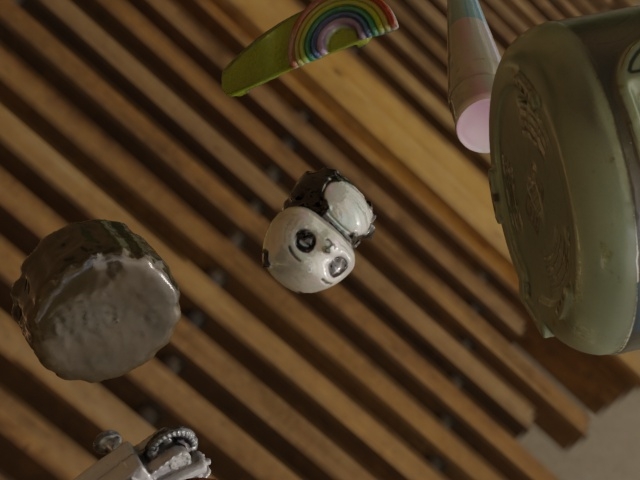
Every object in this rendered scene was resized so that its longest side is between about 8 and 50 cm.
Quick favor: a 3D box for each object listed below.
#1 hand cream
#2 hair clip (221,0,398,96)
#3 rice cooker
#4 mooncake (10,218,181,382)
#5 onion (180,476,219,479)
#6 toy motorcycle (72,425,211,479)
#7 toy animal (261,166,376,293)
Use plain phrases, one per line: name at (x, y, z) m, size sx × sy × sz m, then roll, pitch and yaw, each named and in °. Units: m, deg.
hand cream at (0.160, -0.212, 1.663) m, size 0.070 × 0.111 × 0.312 m, roll -6°, pitch -144°, yaw -1°
hair clip at (-0.019, -0.184, 1.393) m, size 0.188 × 0.033 × 0.060 m, roll -23°, pitch -116°, yaw 24°
rice cooker at (0.292, -0.056, 1.197) m, size 0.277 × 0.288 × 0.288 m, roll -10°, pitch -167°, yaw -7°
mooncake at (-0.319, 0.082, 2.125) m, size 0.228 × 0.228 × 0.124 m, roll -46°, pitch -139°, yaw 8°
onion at (-0.139, 0.386, 1.732) m, size 0.161 × 0.248 × 0.248 m, roll -9°, pitch 168°, yaw -37°
toy motorcycle at (-0.254, 0.343, 1.945) m, size 0.260 × 0.171 × 0.110 m, roll -35°, pitch -133°, yaw -5°
toy animal at (0.000, 0.000, 2.288) m, size 0.138 × 0.166 × 0.179 m, roll -23°, pitch -150°, yaw 50°
